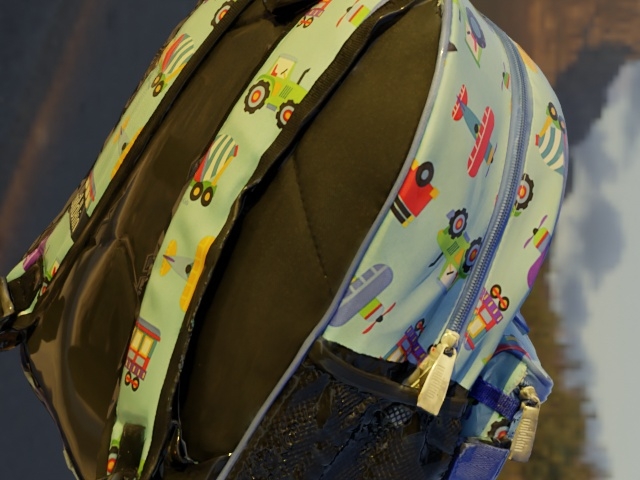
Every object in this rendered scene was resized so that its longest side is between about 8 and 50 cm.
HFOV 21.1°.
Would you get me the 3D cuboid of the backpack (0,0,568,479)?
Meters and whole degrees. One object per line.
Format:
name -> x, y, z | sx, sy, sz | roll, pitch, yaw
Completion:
backpack -> 0.000, 0.000, 0.480 | 0.173, 0.117, 0.158 | -60, -149, 10
